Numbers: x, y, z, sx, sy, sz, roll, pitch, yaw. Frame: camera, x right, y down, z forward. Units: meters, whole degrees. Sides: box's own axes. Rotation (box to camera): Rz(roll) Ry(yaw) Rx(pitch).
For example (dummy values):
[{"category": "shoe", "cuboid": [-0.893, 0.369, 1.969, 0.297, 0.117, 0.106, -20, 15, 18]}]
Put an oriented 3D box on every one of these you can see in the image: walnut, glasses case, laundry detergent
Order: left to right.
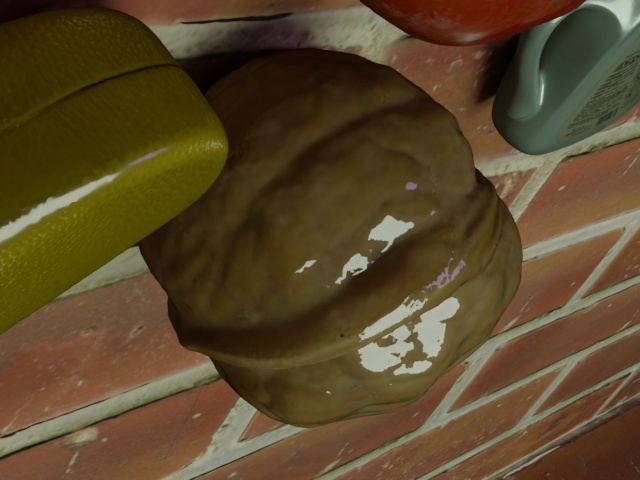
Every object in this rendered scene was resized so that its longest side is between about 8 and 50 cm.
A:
[{"category": "glasses case", "cuboid": [-0.239, -0.013, 0.767, 0.371, 0.141, 0.173, -35, 171, -13]}, {"category": "walnut", "cuboid": [0.000, 0.000, 0.994, 0.285, 0.285, 0.296, -35, 116, -13]}, {"category": "laundry detergent", "cuboid": [0.274, -0.218, 1.239, 0.215, 0.105, 0.280, -30, 157, -19]}]

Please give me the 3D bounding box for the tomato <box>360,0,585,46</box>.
[{"category": "tomato", "cuboid": [0.107, -0.230, 0.850, 0.232, 0.188, 0.232, -31, 154, -17]}]
